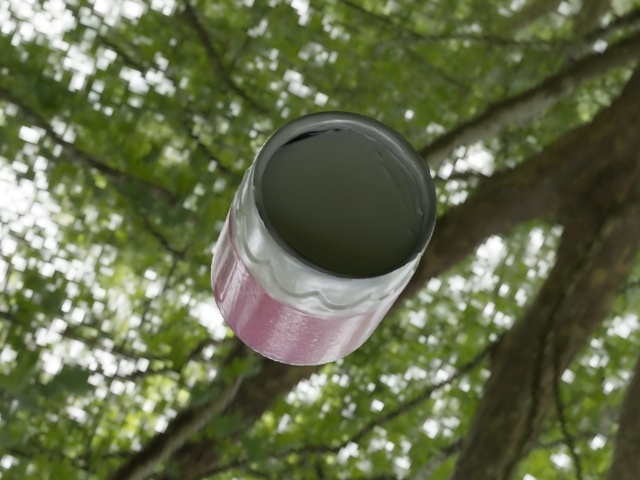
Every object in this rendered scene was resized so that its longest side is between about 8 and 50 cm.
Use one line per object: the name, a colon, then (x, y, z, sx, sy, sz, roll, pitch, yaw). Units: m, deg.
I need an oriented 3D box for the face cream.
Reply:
face cream: (0.000, 0.000, 1.271, 0.175, 0.195, 0.175, 6, -118, -11)
